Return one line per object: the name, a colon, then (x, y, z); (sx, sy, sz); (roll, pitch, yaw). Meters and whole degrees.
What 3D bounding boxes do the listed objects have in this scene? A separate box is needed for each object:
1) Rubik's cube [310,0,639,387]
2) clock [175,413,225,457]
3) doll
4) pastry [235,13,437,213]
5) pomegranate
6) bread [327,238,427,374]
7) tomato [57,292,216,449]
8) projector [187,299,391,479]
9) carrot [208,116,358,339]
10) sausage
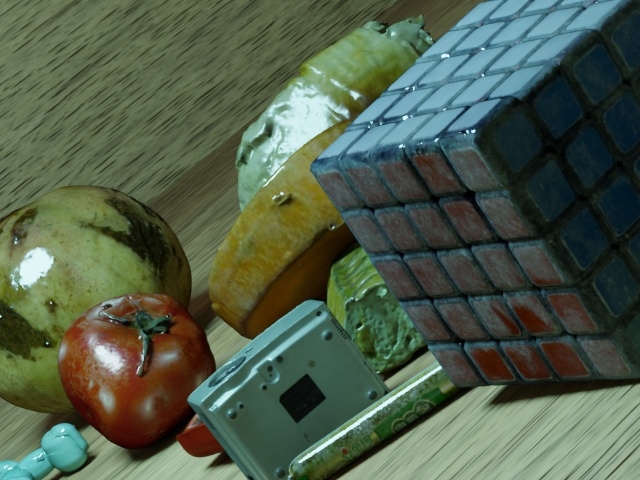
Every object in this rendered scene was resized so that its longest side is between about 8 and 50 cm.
Rubik's cube: (0.182, -0.046, 1.520); (0.237, 0.237, 0.238); (-42, 20, -28)
clock: (-0.064, 0.166, 1.924); (0.113, 0.061, 0.155); (-42, 9, -29)
doll: (-0.343, 0.275, 2.330); (0.159, 0.059, 0.159); (-33, 9, 25)
pastry: (0.042, -0.106, 2.300); (0.330, 0.136, 0.329); (-36, -28, -22)
pomegranate: (-0.323, 0.078, 2.552); (0.322, 0.322, 0.322); (-35, 11, 8)
bread: (0.053, 0.057, 1.941); (0.087, 0.098, 0.269); (2, 11, -4)
tomato: (-0.198, 0.149, 2.197); (0.187, 0.151, 0.187); (5, 23, -2)
projector: (-0.026, 0.140, 1.753); (0.147, 0.115, 0.061); (-39, 10, -14)
carrot: (0.000, 0.000, 2.112); (0.258, 0.100, 0.307); (-21, -28, -43)
sausage: (0.079, 0.135, 1.665); (0.269, 0.033, 0.033); (-34, 11, 10)
